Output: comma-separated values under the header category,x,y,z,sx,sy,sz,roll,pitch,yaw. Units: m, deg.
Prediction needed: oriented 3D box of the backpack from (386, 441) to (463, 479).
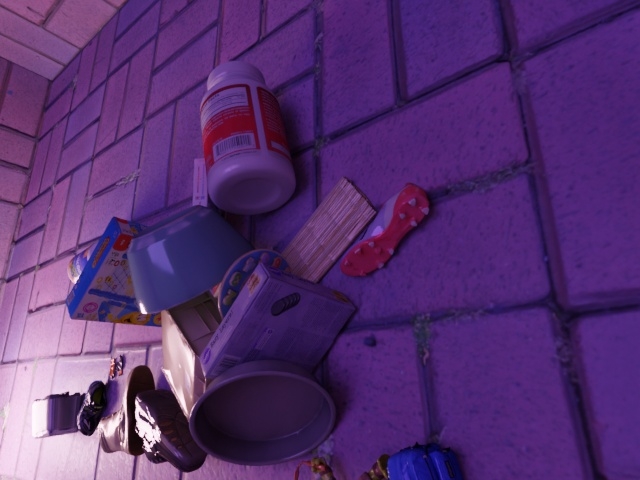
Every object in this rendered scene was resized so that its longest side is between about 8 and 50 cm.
category,x,y,z,sx,sy,sz,roll,pitch,yaw
backpack,0.172,0.389,0.712,0.101,0.120,0.097,-38,54,26

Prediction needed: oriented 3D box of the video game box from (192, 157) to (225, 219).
category,x,y,z,sx,sy,sz,roll,pitch,yaw
video game box,-0.324,-0.110,1.253,0.048,0.205,0.186,-2,70,1

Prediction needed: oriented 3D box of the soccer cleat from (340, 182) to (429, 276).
category,x,y,z,sx,sy,sz,roll,pitch,yaw
soccer cleat,0.134,-0.019,0.919,0.248,0.083,0.095,-49,21,24

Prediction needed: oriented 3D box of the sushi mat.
category,x,y,z,sx,sy,sz,roll,pitch,yaw
sushi mat,0.000,0.000,1.054,0.316,0.019,0.151,-51,49,16

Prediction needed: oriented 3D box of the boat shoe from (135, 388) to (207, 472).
category,x,y,z,sx,sy,sz,roll,pitch,yaw
boat shoe,-0.413,0.537,1.174,0.356,0.133,0.130,15,96,51

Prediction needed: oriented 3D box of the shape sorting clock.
category,x,y,z,sx,sy,sz,roll,pitch,yaw
shape sorting clock,-0.142,0.120,0.980,0.040,0.206,0.206,22,91,45

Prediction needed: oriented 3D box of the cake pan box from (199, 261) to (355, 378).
category,x,y,z,sx,sy,sz,roll,pitch,yaw
cake pan box,-0.089,0.201,0.910,0.266,0.246,0.070,-58,35,12

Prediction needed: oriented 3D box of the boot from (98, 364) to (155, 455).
category,x,y,z,sx,sy,sz,roll,pitch,yaw
boot,-0.622,0.541,1.360,0.204,0.095,0.261,-20,68,36

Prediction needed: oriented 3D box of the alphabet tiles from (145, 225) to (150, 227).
category,x,y,z,sx,sy,sz,roll,pitch,yaw
alphabet tiles,-0.627,0.054,1.479,0.284,0.021,0.278,-39,47,-13

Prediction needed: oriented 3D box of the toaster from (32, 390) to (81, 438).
category,x,y,z,sx,sy,sz,roll,pitch,yaw
toaster,-0.999,0.663,1.618,0.227,0.129,0.146,-23,66,31

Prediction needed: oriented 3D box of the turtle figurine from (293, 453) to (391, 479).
category,x,y,z,sx,sy,sz,roll,pitch,yaw
turtle figurine,0.067,0.512,0.784,0.217,0.087,0.269,-39,45,15

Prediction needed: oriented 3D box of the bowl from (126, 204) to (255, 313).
category,x,y,z,sx,sy,sz,roll,pitch,yaw
bowl,-0.334,0.024,1.034,0.312,0.311,0.163,-14,110,37

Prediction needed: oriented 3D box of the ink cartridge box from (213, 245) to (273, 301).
category,x,y,z,sx,sy,sz,roll,pitch,yaw
ink cartridge box,-0.207,0.098,1.144,0.198,0.067,0.115,-47,31,19

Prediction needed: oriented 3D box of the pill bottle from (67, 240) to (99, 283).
category,x,y,z,sx,sy,sz,roll,pitch,yaw
pill bottle,-0.851,0.084,1.661,0.272,0.152,0.152,-23,62,34

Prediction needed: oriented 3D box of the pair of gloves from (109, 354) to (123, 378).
category,x,y,z,sx,sy,sz,roll,pitch,yaw
pair of gloves,-0.737,0.456,1.538,0.083,0.010,0.074,-27,60,30

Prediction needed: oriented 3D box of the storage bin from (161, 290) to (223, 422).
category,x,y,z,sx,sy,sz,roll,pitch,yaw
storage bin,-0.299,0.295,1.070,0.260,0.123,0.262,39,130,40

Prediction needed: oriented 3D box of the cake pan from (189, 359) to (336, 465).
category,x,y,z,sx,sy,sz,roll,pitch,yaw
cake pan,-0.116,0.356,0.881,0.293,0.293,0.054,-48,25,19

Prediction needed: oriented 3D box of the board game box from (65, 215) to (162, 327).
category,x,y,z,sx,sy,sz,roll,pitch,yaw
board game box,-0.537,0.111,1.284,0.308,0.302,0.086,-55,50,13

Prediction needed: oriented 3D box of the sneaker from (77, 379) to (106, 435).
category,x,y,z,sx,sy,sz,roll,pitch,yaw
sneaker,-0.809,0.596,1.515,0.078,0.067,0.187,-9,68,45

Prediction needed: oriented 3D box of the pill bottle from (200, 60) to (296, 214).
category,x,y,z,sx,sy,sz,roll,pitch,yaw
pill bottle,-0.212,-0.294,1.188,0.229,0.229,0.407,-30,58,30
